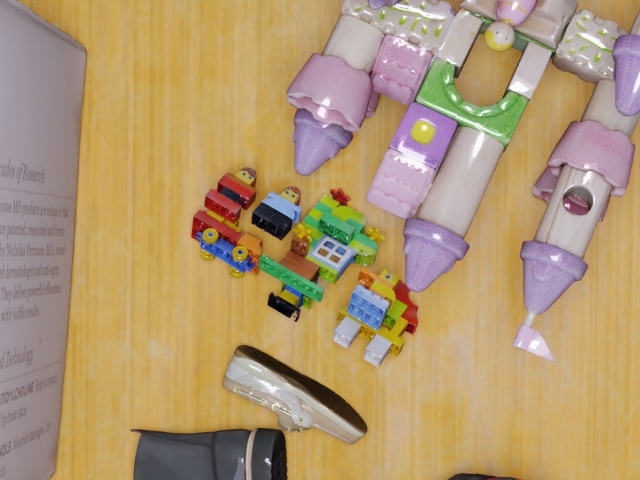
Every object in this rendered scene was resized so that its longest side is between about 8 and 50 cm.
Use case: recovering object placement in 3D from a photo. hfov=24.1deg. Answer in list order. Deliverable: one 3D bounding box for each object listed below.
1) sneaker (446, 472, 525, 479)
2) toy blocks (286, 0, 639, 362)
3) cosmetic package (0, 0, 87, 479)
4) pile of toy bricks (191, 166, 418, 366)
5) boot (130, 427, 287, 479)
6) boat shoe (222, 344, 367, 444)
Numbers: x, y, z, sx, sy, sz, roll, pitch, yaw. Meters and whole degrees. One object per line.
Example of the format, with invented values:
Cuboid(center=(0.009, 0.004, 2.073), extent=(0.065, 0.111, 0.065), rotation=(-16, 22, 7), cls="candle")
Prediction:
Cuboid(center=(0.199, 0.283, 1.278), extent=(0.276, 0.135, 0.098), rotation=(39, 80, -21), cls="sneaker")
Cuboid(center=(0.106, -0.084, 1.157), extent=(0.288, 0.309, 0.260), rotation=(25, 81, 3), cls="toy blocks")
Cuboid(center=(-0.388, 0.007, 1.188), extent=(0.329, 0.327, 0.394), rotation=(3, 90, 4), cls="cosmetic package")
Cuboid(center=(0.000, 0.000, 1.290), extent=(0.212, 0.118, 0.105), rotation=(30, 54, 12), cls="pile of toy bricks")
Cuboid(center=(-0.103, 0.260, 1.314), extent=(0.137, 0.077, 0.198), rotation=(3, 86, 13), cls="boot")
Cuboid(center=(-0.023, 0.143, 1.312), extent=(0.135, 0.050, 0.045), rotation=(32, 103, 5), cls="boat shoe")
